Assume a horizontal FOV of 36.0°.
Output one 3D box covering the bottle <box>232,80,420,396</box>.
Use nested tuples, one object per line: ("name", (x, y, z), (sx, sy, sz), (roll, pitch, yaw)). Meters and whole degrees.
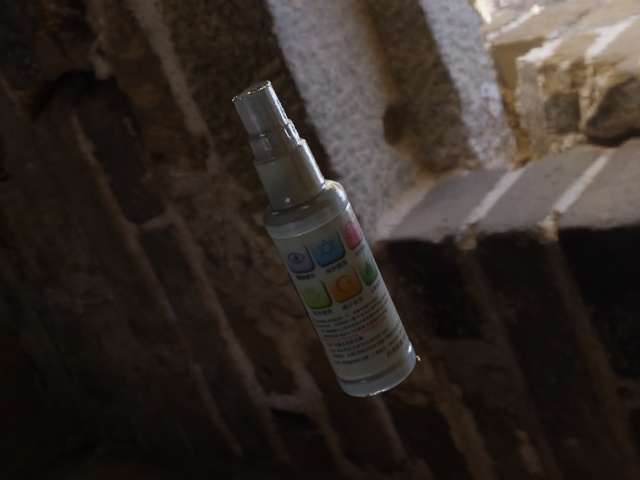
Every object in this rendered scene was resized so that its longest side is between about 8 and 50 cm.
("bottle", (0.000, 0.000, 0.643), (0.060, 0.060, 0.217), (-43, 118, -42))
